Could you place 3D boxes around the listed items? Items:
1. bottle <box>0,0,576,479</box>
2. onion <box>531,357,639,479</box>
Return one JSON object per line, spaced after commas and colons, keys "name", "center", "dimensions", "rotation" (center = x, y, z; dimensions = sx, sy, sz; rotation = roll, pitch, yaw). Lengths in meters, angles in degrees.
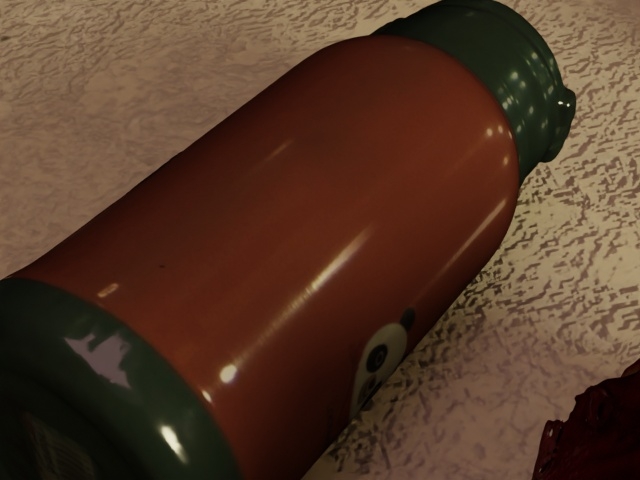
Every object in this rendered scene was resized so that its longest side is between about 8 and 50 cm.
{"name": "bottle", "center": [0.000, 0.000, 0.575], "dimensions": [0.144, 0.144, 0.336], "rotation": [24, 46, 28]}
{"name": "onion", "center": [0.191, 0.126, 0.343], "dimensions": [0.313, 0.232, 0.314], "rotation": [-3, 41, 3]}
